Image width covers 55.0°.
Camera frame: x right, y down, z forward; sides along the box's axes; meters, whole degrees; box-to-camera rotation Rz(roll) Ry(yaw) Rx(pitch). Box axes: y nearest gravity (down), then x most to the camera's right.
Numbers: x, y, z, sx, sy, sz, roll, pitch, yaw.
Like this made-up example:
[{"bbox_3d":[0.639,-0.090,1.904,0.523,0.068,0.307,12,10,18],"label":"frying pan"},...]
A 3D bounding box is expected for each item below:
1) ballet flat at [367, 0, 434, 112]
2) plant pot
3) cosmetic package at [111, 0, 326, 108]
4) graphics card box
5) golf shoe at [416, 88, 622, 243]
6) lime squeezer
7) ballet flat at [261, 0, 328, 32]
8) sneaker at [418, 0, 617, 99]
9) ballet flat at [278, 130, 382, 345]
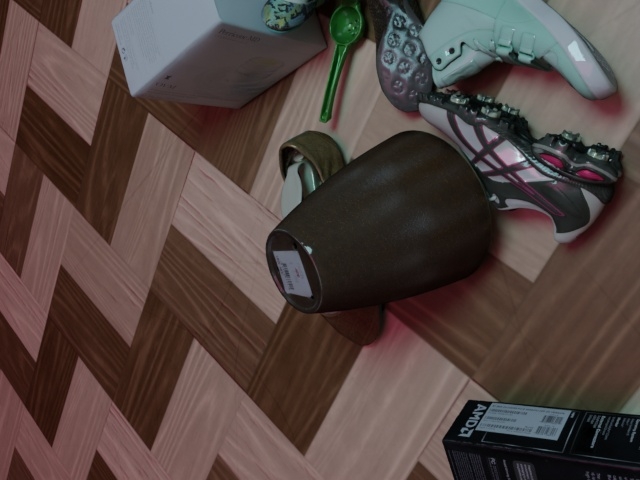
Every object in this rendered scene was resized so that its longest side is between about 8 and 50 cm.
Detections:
[{"bbox_3d":[0.104,-0.300,0.856,0.084,0.058,0.249,-16,91,14],"label":"ballet flat"},{"bbox_3d":[0.054,-0.003,0.771,0.215,0.230,0.215,34,137,39],"label":"plant pot"},{"bbox_3d":[-0.154,-0.318,0.949,0.225,0.224,0.138,-25,79,39],"label":"cosmetic package"},{"bbox_3d":[0.338,0.305,0.666,0.371,0.094,0.232,-8,110,39],"label":"graphics card box"},{"bbox_3d":[0.218,-0.102,0.752,0.273,0.105,0.120,36,124,31],"label":"golf shoe"},{"bbox_3d":[0.013,-0.330,0.865,0.059,0.110,0.310,38,148,40],"label":"lime squeezer"},{"bbox_3d":[-0.031,-0.354,0.872,0.070,0.188,0.070,11,129,14],"label":"ballet flat"},{"bbox_3d":[0.222,-0.215,0.735,0.151,0.094,0.256,-49,55,26],"label":"sneaker"},{"bbox_3d":[0.000,0.000,0.926,0.116,0.124,0.342,-12,88,40],"label":"ballet flat"}]
